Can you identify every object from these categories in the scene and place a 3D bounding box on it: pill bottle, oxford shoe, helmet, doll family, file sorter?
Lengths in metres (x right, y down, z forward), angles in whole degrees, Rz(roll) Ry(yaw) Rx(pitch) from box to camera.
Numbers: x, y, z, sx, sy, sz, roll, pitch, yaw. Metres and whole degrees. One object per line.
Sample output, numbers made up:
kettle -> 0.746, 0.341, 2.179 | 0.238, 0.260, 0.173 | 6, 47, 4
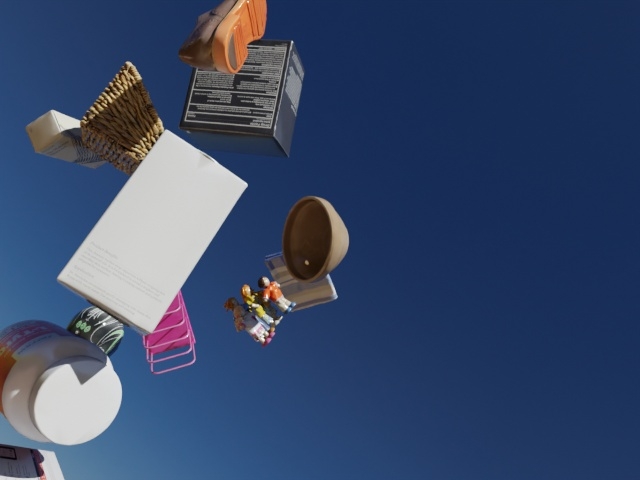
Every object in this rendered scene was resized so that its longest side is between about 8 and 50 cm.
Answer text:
pill bottle -> -0.622, 0.321, 1.212 | 0.407, 0.229, 0.229 | 2, -54, 47
oxford shoe -> -0.216, -0.513, 1.218 | 0.132, 0.364, 0.130 | 6, -45, 12
helmet -> -0.678, 0.279, 1.586 | 0.169, 0.162, 0.170 | 19, -44, 19
doll family -> -0.202, 0.215, 1.573 | 0.163, 0.263, 0.118 | 45, -59, -5
file sorter -> -0.650, 0.382, 2.197 | 0.182, 0.201, 0.291 | -126, -156, -60

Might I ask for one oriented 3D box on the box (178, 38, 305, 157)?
box -> -0.226, -0.421, 1.562 | 0.296, 0.294, 0.183 | 8, -12, 13

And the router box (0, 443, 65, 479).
router box -> -0.698, 0.504, 1.085 | 0.301, 0.082, 0.335 | 24, -14, -30

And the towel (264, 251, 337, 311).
towel -> -0.073, 0.148, 2.014 | 0.209, 0.034, 0.285 | -16, -56, 11

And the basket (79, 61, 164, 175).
basket -> -0.524, -0.323, 1.492 | 0.213, 0.223, 0.299 | 35, -16, -17

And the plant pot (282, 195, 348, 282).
plant pot -> 0.000, 0.000, 1.456 | 0.237, 0.109, 0.238 | -7, -99, 52

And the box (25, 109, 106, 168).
box -> -0.775, -0.312, 1.662 | 0.113, 0.275, 0.094 | -28, -98, 12

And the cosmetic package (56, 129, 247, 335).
cosmetic package -> -0.353, -0.016, 1.133 | 0.217, 0.385, 0.156 | 36, -22, -13
